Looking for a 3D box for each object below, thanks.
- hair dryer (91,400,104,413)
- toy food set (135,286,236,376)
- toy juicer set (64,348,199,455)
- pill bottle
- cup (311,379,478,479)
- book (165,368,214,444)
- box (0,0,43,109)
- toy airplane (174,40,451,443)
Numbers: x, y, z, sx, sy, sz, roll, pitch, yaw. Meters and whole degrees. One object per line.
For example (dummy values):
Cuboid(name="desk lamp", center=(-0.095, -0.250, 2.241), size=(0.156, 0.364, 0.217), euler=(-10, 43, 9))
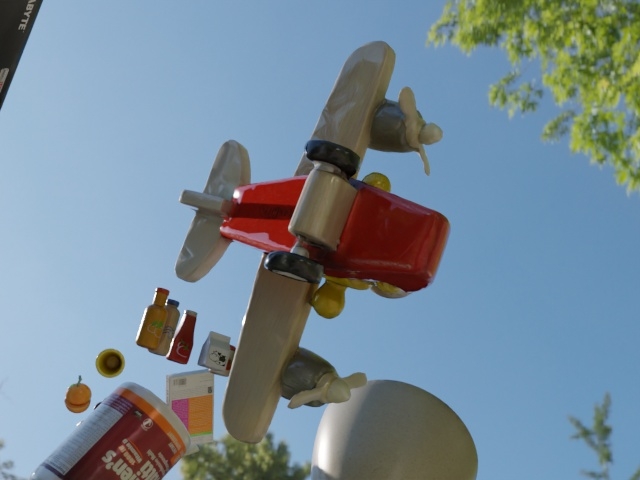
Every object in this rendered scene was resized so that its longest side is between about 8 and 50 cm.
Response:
Cuboid(name="hair dryer", center=(-0.420, 0.432, 1.656), size=(0.080, 0.223, 0.294), euler=(15, -88, -2))
Cuboid(name="toy food set", center=(-0.214, 0.169, 1.611), size=(0.232, 0.105, 0.111), euler=(22, -17, -23))
Cuboid(name="toy juicer set", center=(-0.466, 0.433, 2.131), size=(0.329, 0.209, 0.089), euler=(51, -8, 0))
Cuboid(name="pill bottle", center=(-0.271, 0.286, 1.095), size=(0.121, 0.221, 0.121), euler=(31, -32, 22))
Cuboid(name="cup", center=(0.113, 0.467, 1.732), size=(0.331, 0.237, 0.331), euler=(9, -65, 19))
Cuboid(name="book", center=(-0.257, 0.329, 1.783), size=(0.096, 0.035, 0.144), euler=(-3, -79, -34))
Cuboid(name="box", center=(-0.566, -0.313, 1.344), size=(0.073, 0.293, 0.296), euler=(40, -67, 22))
Cuboid(name="toy airplane", center=(0.000, 0.000, 1.082), size=(0.272, 0.384, 0.386), euler=(23, -54, -30))
